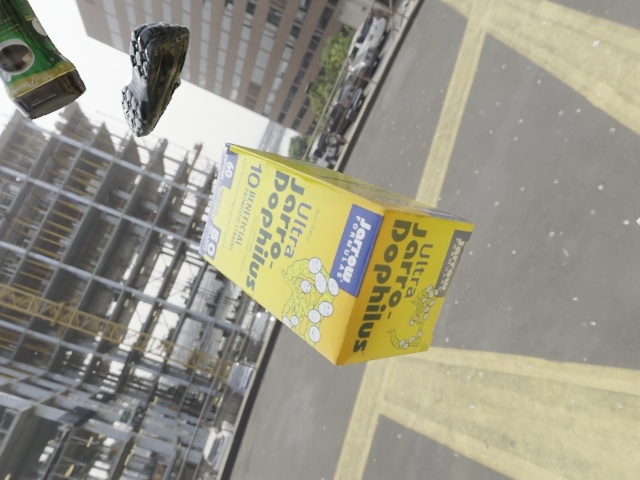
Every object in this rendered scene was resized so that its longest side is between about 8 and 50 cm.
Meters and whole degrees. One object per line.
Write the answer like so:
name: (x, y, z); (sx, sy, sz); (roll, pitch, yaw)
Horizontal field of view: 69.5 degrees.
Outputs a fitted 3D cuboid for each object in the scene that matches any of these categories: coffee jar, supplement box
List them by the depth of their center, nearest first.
coffee jar: (-0.401, -0.258, 0.606); (0.096, 0.184, 0.079); (-26, 28, 0)
supplement box: (0.000, 0.000, 0.682); (0.356, 0.195, 0.194); (28, 107, 44)

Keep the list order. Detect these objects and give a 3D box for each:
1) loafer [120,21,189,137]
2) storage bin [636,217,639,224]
loafer: (-0.249, -0.234, 0.700); (0.078, 0.076, 0.223); (-29, -8, -37)
storage bin: (0.755, -0.031, 0.780); (0.262, 0.123, 0.260); (98, 150, -55)
